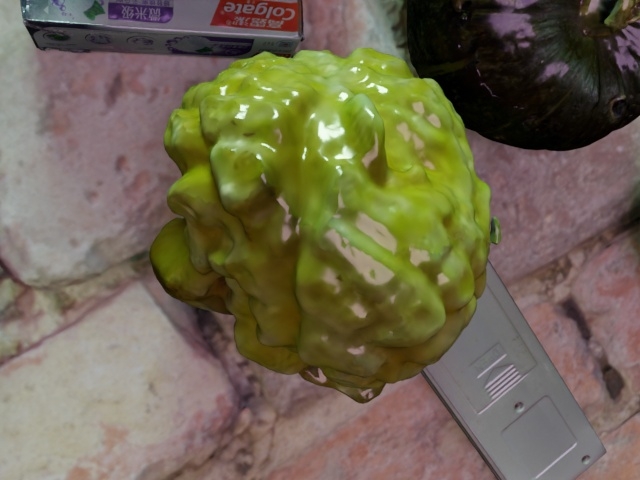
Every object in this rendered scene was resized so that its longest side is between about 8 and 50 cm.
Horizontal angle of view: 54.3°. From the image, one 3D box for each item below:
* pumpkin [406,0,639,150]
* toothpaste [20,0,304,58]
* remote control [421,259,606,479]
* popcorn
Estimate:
[{"bbox_3d":[0.180,-0.185,0.472,0.238,0.159,0.237,-4,104,-19],"label":"pumpkin"},{"bbox_3d":[-0.112,-0.163,0.463,0.197,0.047,0.040,-1,86,-14],"label":"toothpaste"},{"bbox_3d":[0.161,0.129,0.587,0.103,0.055,0.277,-37,109,-5],"label":"remote control"},{"bbox_3d":[0.000,0.000,0.439,0.237,0.206,0.251,13,119,17],"label":"popcorn"}]
